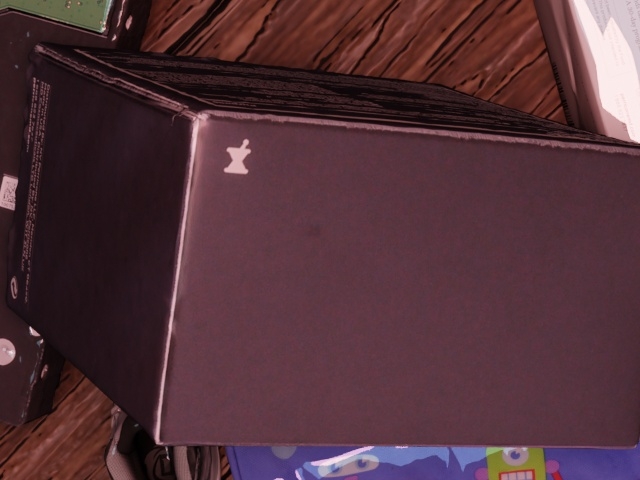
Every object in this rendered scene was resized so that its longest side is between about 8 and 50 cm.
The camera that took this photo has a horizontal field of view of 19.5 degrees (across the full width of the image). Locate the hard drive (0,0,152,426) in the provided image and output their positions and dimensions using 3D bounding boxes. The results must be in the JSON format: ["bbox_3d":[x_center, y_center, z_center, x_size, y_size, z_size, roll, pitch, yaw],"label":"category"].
[{"bbox_3d":[-0.252,-0.073,1.229,0.236,0.064,0.339,15,99,11],"label":"hard drive"}]

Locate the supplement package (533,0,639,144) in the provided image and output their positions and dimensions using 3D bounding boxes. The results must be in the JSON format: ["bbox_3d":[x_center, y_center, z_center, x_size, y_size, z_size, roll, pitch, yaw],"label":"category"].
[{"bbox_3d":[0.286,-0.128,1.176,0.262,0.198,0.199,-16,92,2],"label":"supplement package"}]

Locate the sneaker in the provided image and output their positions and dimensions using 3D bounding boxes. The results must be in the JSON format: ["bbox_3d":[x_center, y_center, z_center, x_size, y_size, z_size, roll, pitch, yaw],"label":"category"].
[{"bbox_3d":[-0.112,0.084,1.228,0.086,0.132,0.229,-14,93,2],"label":"sneaker"}]

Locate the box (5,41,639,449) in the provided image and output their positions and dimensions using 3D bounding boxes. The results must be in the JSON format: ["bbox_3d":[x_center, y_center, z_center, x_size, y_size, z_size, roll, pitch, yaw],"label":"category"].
[{"bbox_3d":[0.000,0.000,1.087,0.296,0.294,0.183,3,100,-25],"label":"box"}]

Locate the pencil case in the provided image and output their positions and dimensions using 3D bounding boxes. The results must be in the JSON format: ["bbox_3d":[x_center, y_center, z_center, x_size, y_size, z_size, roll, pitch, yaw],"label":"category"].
[{"bbox_3d":[0.085,0.142,1.234,0.306,0.119,0.133,-10,100,2],"label":"pencil case"}]
